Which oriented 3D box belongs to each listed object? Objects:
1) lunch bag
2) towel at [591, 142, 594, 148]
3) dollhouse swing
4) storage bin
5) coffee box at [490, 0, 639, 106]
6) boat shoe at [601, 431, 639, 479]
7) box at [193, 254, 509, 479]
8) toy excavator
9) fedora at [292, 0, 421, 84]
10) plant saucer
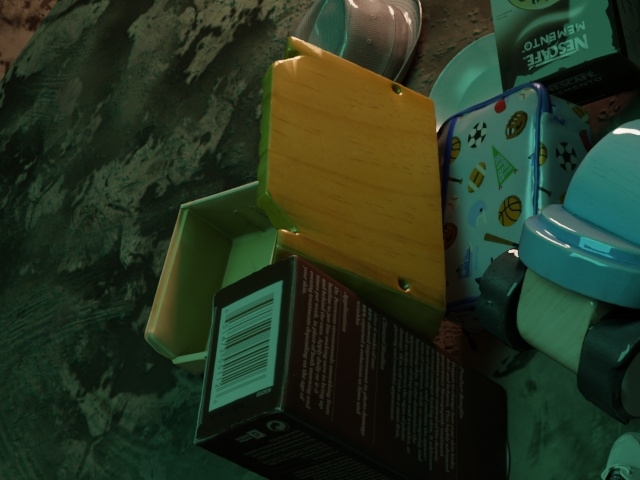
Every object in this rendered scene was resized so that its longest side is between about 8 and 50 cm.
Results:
[{"bbox_3d":[0.222,-0.032,1.533,0.243,0.115,0.303,-17,57,51],"label":"lunch bag"},{"bbox_3d":[0.288,-0.090,1.604,0.148,0.027,0.110,-54,37,13],"label":"towel"},{"bbox_3d":[0.000,0.000,1.555,0.305,0.315,0.347,-46,32,43],"label":"dollhouse swing"},{"bbox_3d":[-0.121,0.057,1.878,0.262,0.123,0.260,-14,52,42],"label":"storage bin"},{"bbox_3d":[0.320,-0.332,1.607,0.168,0.119,0.297,-18,67,32],"label":"coffee box"},{"bbox_3d":[0.315,0.265,1.255,0.066,0.063,0.184,-21,35,35],"label":"boat shoe"},{"bbox_3d":[0.048,0.193,1.365,0.143,0.381,0.191,-26,45,37],"label":"box"},{"bbox_3d":[0.419,-0.063,1.246,0.222,0.432,0.445,37,120,54],"label":"toy excavator"},{"bbox_3d":[0.039,-0.322,1.988,0.243,0.124,0.276,-9,57,44],"label":"fedora"},{"bbox_3d":[0.238,-0.209,1.749,0.195,0.037,0.195,-29,43,31],"label":"plant saucer"}]
